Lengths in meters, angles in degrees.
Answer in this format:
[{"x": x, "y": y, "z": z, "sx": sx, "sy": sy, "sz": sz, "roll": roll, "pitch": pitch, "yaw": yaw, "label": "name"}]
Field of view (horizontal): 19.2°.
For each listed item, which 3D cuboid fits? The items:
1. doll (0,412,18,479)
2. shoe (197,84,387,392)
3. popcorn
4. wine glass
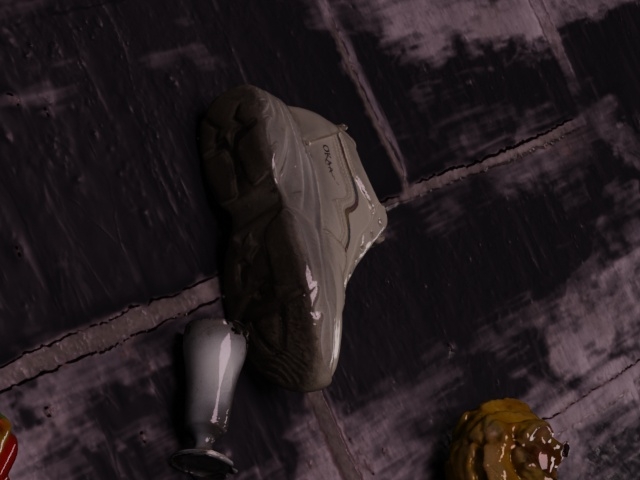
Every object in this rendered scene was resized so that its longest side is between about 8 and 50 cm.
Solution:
[{"x": -0.340, "y": 0.267, "z": 1.510, "sx": 0.182, "sy": 0.160, "sz": 0.363, "roll": 40, "pitch": 28, "yaw": -26, "label": "doll"}, {"x": 0.000, "y": 0.000, "z": 2.053, "sx": 0.210, "sy": 0.132, "sz": 0.342, "roll": 7, "pitch": 63, "yaw": -43, "label": "shoe"}, {"x": 0.212, "y": 0.262, "z": 2.159, "sx": 0.148, "sy": 0.152, "sz": 0.167, "roll": 22, "pitch": 64, "yaw": -63, "label": "popcorn"}, {"x": -0.111, "y": 0.160, "z": 1.903, "sx": 0.072, "sy": 0.072, "sz": 0.155, "roll": 29, "pitch": 53, "yaw": -36, "label": "wine glass"}]
